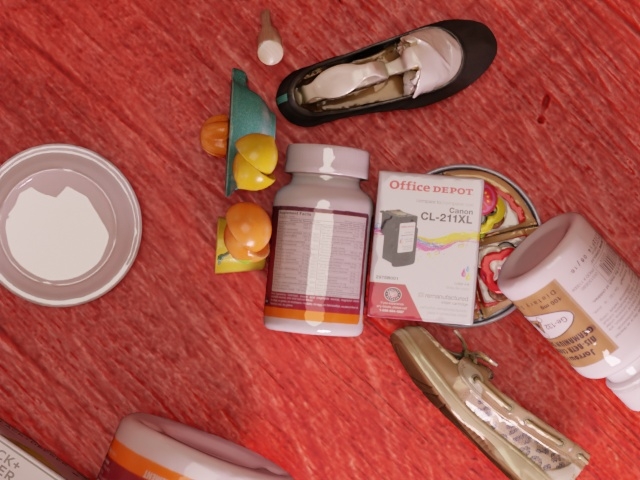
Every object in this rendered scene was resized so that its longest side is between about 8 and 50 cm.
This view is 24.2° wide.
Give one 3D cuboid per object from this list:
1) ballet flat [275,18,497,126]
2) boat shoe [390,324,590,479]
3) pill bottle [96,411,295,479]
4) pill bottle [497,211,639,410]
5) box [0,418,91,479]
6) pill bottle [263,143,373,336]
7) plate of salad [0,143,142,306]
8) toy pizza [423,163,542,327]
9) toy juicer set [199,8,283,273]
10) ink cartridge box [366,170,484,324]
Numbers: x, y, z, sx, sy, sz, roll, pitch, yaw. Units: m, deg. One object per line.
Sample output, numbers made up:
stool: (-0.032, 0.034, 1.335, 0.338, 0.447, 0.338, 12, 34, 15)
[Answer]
ballet flat: (0.084, -0.198, 1.795, 0.280, 0.096, 0.095, -19, 88, -1)
boat shoe: (0.200, 0.194, 1.791, 0.089, 0.104, 0.285, -45, 100, -6)
pill bottle: (-0.197, 0.416, 1.714, 0.224, 0.224, 0.392, 22, 88, 0)
pill bottle: (0.329, 0.088, 1.766, 0.131, 0.131, 0.229, -45, 101, -1)
box: (-0.421, 0.367, 1.781, 0.169, 0.087, 0.290, 36, 88, 0)
pill bottle: (0.000, 0.000, 1.777, 0.121, 0.121, 0.221, 5, 88, 0)
plate of salad: (-0.317, -0.019, 1.813, 0.200, 0.048, 0.199, -1, 98, -5)
toy pizza: (0.175, 0.006, 1.823, 0.201, 0.032, 0.201, 0, 89, -1)
toy juicer set: (-0.096, -0.124, 1.736, 0.090, 0.209, 0.329, 4, 89, -5)
ink cartridge box: (0.124, 0.008, 1.770, 0.128, 0.072, 0.175, 4, 88, 6)
